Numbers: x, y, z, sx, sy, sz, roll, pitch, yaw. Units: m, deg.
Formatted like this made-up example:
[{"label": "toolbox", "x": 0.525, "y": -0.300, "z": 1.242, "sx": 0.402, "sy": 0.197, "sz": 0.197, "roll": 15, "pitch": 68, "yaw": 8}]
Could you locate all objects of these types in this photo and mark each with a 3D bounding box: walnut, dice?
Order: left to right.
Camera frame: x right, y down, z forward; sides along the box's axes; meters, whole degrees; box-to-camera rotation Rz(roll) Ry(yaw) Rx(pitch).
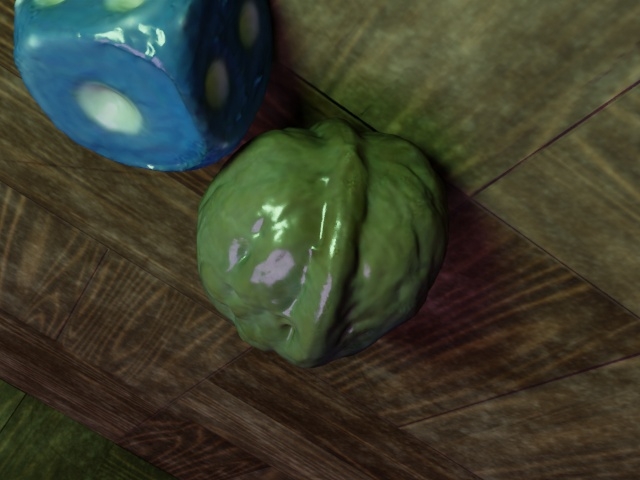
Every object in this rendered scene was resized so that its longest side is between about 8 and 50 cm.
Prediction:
[{"label": "dice", "x": -0.124, "y": -0.146, "z": 0.551, "sx": 0.147, "sy": 0.146, "sz": 0.143, "roll": 11, "pitch": 146, "yaw": 21}, {"label": "walnut", "x": 0.000, "y": 0.000, "z": 0.625, "sx": 0.224, "sy": 0.224, "sz": 0.224, "roll": 18, "pitch": 146, "yaw": 13}]
